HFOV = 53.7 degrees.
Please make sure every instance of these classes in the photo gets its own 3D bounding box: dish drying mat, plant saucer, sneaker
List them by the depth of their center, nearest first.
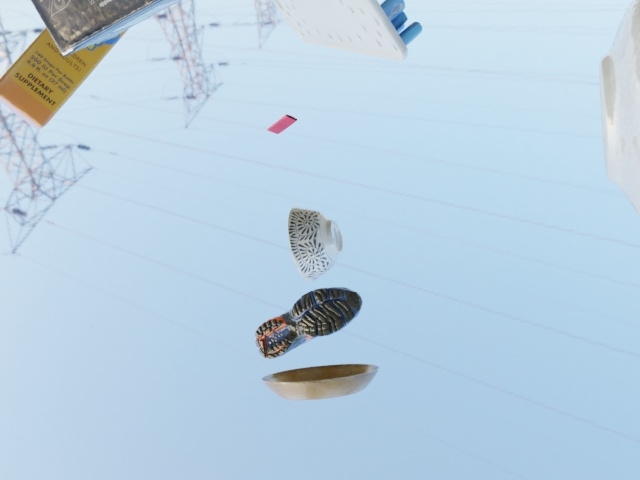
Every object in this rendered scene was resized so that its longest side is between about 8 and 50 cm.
[{"bbox_3d":[0.000,0.100,0.444,0.083,0.015,0.083,-5,175,0],"label":"plant saucer"},{"bbox_3d":[-0.017,0.135,1.108,0.221,0.083,0.087,-26,174,31],"label":"sneaker"},{"bbox_3d":[-0.086,-0.261,1.421,0.083,0.032,0.008,-23,-121,52],"label":"dish drying mat"}]

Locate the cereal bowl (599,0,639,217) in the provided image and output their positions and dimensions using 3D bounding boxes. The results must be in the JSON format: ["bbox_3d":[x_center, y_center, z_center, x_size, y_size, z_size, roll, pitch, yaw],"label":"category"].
[{"bbox_3d":[0.430,-0.161,0.790,0.141,0.339,0.339,-4,-142,22],"label":"cereal bowl"}]

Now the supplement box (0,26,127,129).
[{"bbox_3d":[-0.325,-0.258,0.831,0.233,0.078,0.080,-56,-153,-13],"label":"supplement box"}]

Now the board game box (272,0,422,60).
[{"bbox_3d":[-0.053,-0.442,0.903,0.050,0.390,0.390,-44,-150,-3],"label":"board game box"}]

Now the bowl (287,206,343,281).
[{"bbox_3d":[0.000,0.000,1.364,0.080,0.170,0.170,-12,-144,18],"label":"bowl"}]

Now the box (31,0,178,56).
[{"bbox_3d":[-0.194,-0.276,0.564,0.156,0.158,0.093,-14,-157,29],"label":"box"}]
